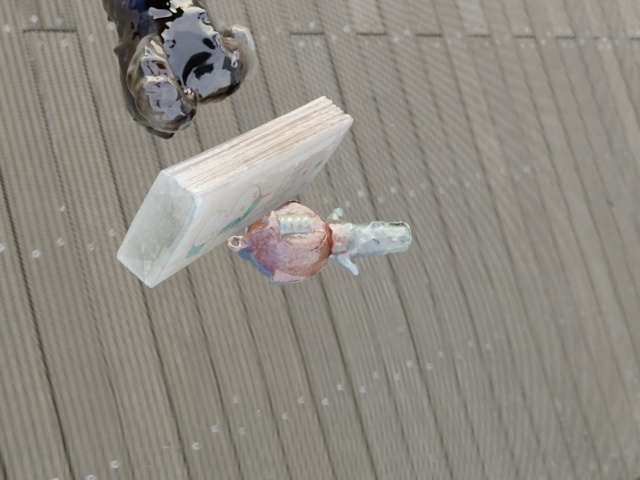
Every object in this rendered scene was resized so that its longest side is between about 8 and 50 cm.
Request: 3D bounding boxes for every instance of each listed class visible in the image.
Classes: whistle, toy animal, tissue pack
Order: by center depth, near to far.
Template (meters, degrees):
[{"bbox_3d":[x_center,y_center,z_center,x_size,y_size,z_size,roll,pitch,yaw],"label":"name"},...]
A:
[{"bbox_3d":[-0.198,-0.286,0.946,0.302,0.194,0.344,-80,147,-73],"label":"toy animal"},{"bbox_3d":[-0.100,-0.071,1.061,0.071,0.170,0.325,44,41,10],"label":"tissue pack"},{"bbox_3d":[0.001,0.000,1.417,0.346,0.133,0.142,-3,38,-29],"label":"whistle"}]
